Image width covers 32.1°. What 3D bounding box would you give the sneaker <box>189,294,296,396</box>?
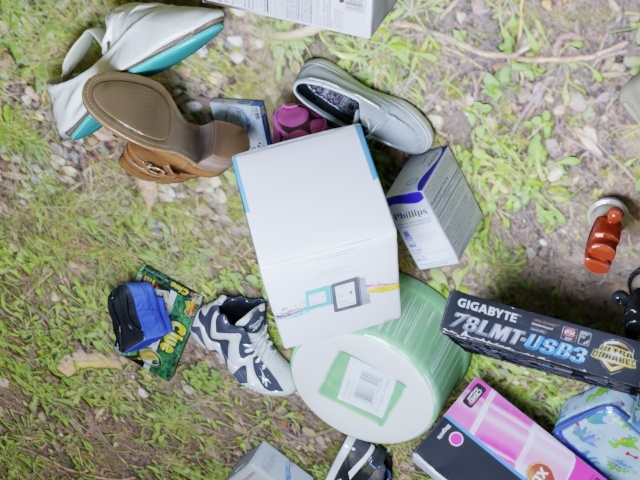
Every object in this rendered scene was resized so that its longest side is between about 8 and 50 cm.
[{"bbox_3d":[-0.119,0.183,2.037,0.235,0.094,0.153,43,142,3],"label":"sneaker"}]

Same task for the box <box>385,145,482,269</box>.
[{"bbox_3d":[0.171,-0.049,1.677,0.072,0.126,0.137,-11,120,35],"label":"box"}]

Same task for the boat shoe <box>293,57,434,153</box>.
[{"bbox_3d":[0.059,-0.185,1.653,0.227,0.081,0.079,31,134,2],"label":"boat shoe"}]

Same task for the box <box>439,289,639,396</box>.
[{"bbox_3d":[0.346,0.162,1.684,0.295,0.073,0.293,15,175,18],"label":"box"}]

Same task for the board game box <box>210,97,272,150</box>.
[{"bbox_3d":[-0.127,-0.185,1.790,0.090,0.020,0.090,7,129,22],"label":"board game box"}]

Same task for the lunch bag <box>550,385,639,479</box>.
[{"bbox_3d":[0.508,0.343,1.853,0.219,0.090,0.176,42,140,-9],"label":"lunch bag"}]

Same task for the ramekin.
[{"bbox_3d":[0.095,0.207,1.911,0.303,0.148,0.303,14,131,16],"label":"ramekin"}]

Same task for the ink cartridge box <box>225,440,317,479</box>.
[{"bbox_3d":[-0.093,0.513,2.311,0.175,0.072,0.127,39,134,-7],"label":"ink cartridge box"}]

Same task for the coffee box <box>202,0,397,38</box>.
[{"bbox_3d":[-0.022,-0.370,1.503,0.246,0.141,0.098,16,132,16],"label":"coffee box"}]

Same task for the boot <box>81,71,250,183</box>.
[{"bbox_3d":[-0.275,-0.166,1.758,0.283,0.109,0.220,13,165,-31],"label":"boot"}]

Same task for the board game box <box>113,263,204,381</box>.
[{"bbox_3d":[-0.319,0.165,2.172,0.136,0.030,0.260,27,134,2],"label":"board game box"}]

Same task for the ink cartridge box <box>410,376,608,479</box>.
[{"bbox_3d":[0.346,0.409,1.836,0.371,0.176,0.069,39,164,13],"label":"ink cartridge box"}]

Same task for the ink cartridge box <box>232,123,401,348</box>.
[{"bbox_3d":[0.000,0.000,1.657,0.197,0.198,0.270,-15,150,-3],"label":"ink cartridge box"}]

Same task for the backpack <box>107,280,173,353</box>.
[{"bbox_3d":[-0.340,0.138,2.075,0.098,0.101,0.120,-31,76,37],"label":"backpack"}]

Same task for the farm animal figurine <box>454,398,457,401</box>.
[{"bbox_3d":[0.364,0.466,1.961,0.327,0.172,0.330,45,153,47],"label":"farm animal figurine"}]

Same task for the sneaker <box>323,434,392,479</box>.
[{"bbox_3d":[0.071,0.478,2.193,0.121,0.079,0.217,28,133,6],"label":"sneaker"}]

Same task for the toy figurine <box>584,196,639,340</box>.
[{"bbox_3d":[0.492,0.020,1.566,0.209,0.148,0.213,-24,111,32],"label":"toy figurine"}]

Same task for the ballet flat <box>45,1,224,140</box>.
[{"bbox_3d":[-0.313,-0.291,1.738,0.400,0.139,0.139,-28,110,41],"label":"ballet flat"}]

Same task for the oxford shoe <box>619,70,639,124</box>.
[{"bbox_3d":[0.566,-0.111,1.452,0.397,0.140,0.146,39,165,-13],"label":"oxford shoe"}]

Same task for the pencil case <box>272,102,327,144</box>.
[{"bbox_3d":[-0.044,-0.125,1.732,0.095,0.098,0.209,-9,146,-17],"label":"pencil case"}]
